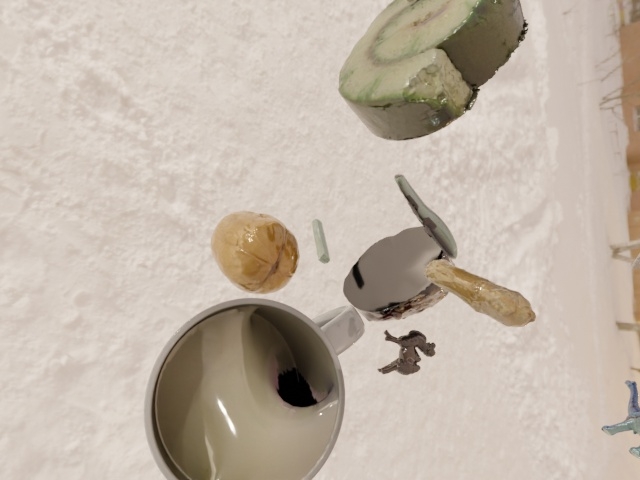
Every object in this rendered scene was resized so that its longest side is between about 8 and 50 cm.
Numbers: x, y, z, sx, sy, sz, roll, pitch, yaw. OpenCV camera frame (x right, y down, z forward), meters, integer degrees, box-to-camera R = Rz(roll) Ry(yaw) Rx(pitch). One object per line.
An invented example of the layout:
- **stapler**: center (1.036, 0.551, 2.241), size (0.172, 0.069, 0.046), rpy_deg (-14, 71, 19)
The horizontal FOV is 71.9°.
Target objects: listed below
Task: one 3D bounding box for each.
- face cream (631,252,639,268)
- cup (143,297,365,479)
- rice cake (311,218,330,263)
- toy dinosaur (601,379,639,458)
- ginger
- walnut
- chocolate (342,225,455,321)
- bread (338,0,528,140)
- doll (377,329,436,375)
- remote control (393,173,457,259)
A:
- **face cream**: center (0.878, 0.024, 0.867), size (0.234, 0.419, 0.138), rpy_deg (24, 64, -59)
- **cup**: center (-0.096, 0.199, 0.664), size (0.322, 0.327, 0.237), rpy_deg (-29, 86, -22)
- **rice cake**: center (0.000, 0.000, 1.300), size (0.033, 0.029, 0.171), rpy_deg (38, 29, -38)
- **toy dinosaur**: center (0.679, 0.394, 0.883), size (0.076, 0.144, 0.329), rpy_deg (53, 4, -5)
- **ginger**: center (0.207, 0.064, 0.601), size (0.069, 0.173, 0.051), rpy_deg (19, 102, -44)
- **walnut**: center (-0.152, 0.025, 1.006), size (0.193, 0.225, 0.193), rpy_deg (-19, 121, -34)
- **chocolate**: center (0.257, 0.120, 1.325), size (0.210, 0.339, 0.225), rpy_deg (36, 26, -50)
- **bread**: center (0.206, -0.371, 0.862), size (0.129, 0.365, 0.382), rpy_deg (40, 39, -37)
- **doll**: center (0.257, 0.331, 1.295), size (0.057, 0.164, 0.139), rpy_deg (114, -16, -74)
- **remote control**: center (0.261, -0.059, 1.074), size (0.256, 0.045, 0.097), rpy_deg (50, 20, -9)
